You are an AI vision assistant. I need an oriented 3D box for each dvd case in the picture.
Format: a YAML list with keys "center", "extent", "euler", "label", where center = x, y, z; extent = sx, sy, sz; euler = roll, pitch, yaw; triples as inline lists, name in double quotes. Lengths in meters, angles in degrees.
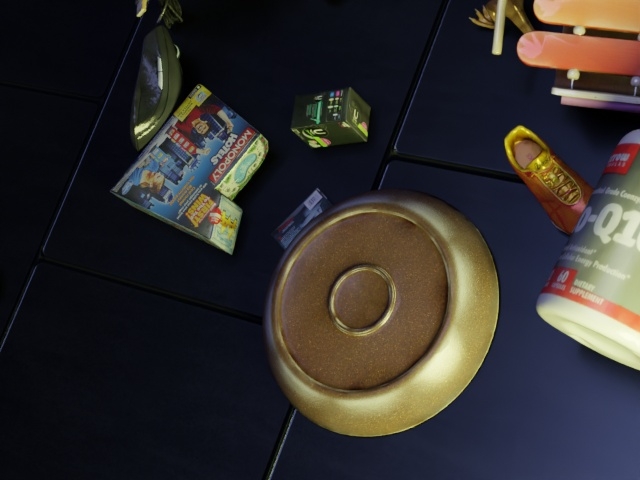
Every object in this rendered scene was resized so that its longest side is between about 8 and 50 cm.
- center: [0.000, 0.000, 1.705]
  extent: [0.087, 0.013, 0.119]
  euler: [-46, 56, 5]
  label: "dvd case"

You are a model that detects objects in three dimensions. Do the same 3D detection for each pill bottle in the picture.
- center: [0.358, -0.016, 1.413]
  extent: [0.161, 0.161, 0.283]
  euler: [23, 82, 35]
  label: "pill bottle"

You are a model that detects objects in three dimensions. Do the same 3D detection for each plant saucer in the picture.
- center: [0.057, 0.076, 1.608]
  extent: [0.311, 0.050, 0.310]
  euler: [-10, 67, 25]
  label: "plant saucer"

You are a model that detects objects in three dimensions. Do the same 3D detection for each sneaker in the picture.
- center: [0.267, -0.063, 1.545]
  extent: [0.064, 0.067, 0.175]
  euler: [-45, 56, 4]
  label: "sneaker"

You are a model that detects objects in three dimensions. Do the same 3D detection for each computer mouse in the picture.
- center: [-0.218, -0.256, 1.852]
  extent: [0.060, 0.184, 0.262]
  euler: [5, 68, 7]
  label: "computer mouse"

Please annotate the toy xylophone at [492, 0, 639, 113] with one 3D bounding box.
- center: [0.315, -0.300, 1.554]
  extent: [0.236, 0.081, 0.322]
  euler: [0, 85, 11]
  label: "toy xylophone"

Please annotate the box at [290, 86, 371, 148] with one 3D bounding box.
- center: [0.013, -0.157, 1.735]
  extent: [0.083, 0.062, 0.052]
  euler: [-6, 66, 28]
  label: "box"

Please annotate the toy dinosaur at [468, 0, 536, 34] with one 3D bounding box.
- center: [0.232, -0.288, 1.655]
  extent: [0.064, 0.112, 0.211]
  euler: [-33, 96, -11]
  label: "toy dinosaur"

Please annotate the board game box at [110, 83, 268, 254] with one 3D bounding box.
- center: [-0.155, -0.080, 1.801]
  extent: [0.194, 0.060, 0.194]
  euler: [-50, 55, 2]
  label: "board game box"
